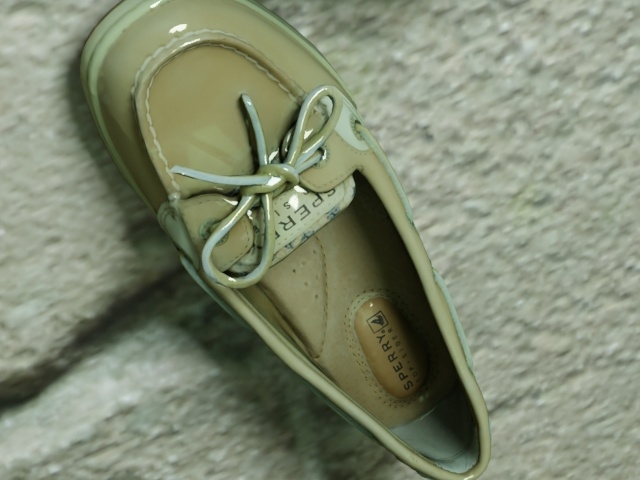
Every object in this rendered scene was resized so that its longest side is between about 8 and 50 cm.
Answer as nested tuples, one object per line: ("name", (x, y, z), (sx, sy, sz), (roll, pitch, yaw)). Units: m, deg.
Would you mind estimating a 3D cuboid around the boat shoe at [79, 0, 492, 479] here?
("boat shoe", (0.000, 0.000, 0.876), (0.104, 0.089, 0.285), (-39, 128, 2))
